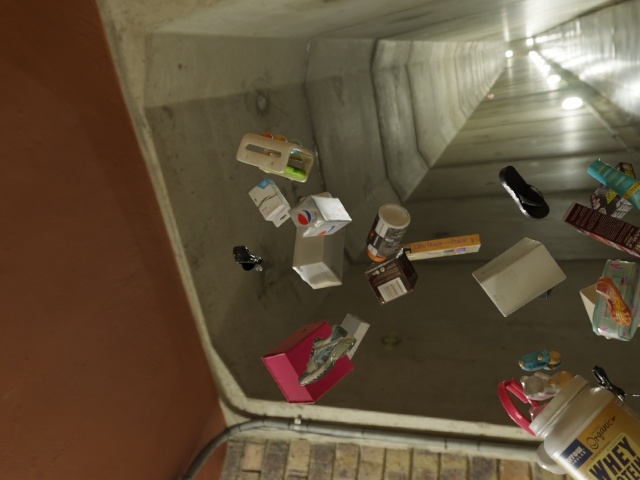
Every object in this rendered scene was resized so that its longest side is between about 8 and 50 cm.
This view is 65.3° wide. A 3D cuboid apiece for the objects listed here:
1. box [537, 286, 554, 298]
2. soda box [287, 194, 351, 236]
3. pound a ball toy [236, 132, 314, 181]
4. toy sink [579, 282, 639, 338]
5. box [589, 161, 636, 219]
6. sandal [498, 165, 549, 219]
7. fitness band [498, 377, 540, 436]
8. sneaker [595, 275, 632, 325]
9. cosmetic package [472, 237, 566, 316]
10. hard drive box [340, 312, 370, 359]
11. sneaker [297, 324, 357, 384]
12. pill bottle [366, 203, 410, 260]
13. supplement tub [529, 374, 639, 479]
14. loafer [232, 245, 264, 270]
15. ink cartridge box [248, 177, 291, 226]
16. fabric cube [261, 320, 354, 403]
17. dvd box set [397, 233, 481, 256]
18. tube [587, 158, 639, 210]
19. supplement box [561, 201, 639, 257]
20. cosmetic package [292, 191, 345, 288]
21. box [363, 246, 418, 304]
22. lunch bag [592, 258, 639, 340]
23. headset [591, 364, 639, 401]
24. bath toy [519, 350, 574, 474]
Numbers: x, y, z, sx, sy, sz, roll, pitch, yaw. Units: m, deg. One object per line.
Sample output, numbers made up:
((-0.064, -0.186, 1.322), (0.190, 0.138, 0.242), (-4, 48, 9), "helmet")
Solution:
((0.833, 0.160, 1.986), (0.158, 0.156, 0.093), (-20, -72, -54), "box")
((0.004, -0.077, 1.604), (0.098, 0.091, 0.286), (59, -162, 8), "soda box")
((-0.152, -0.312, 1.841), (0.208, 0.319, 0.136), (16, -85, -48), "pound a ball toy")
((1.156, 0.287, 1.967), (0.234, 0.153, 0.131), (61, -170, -18), "toy sink")
((1.401, -0.205, 2.383), (0.270, 0.060, 0.216), (100, 180, -56), "box")
((0.715, -0.159, 1.731), (0.254, 0.054, 0.097), (37, -111, -22), "sandal")
((0.890, 0.735, 2.200), (0.291, 0.054, 0.209), (39, -147, -17), "fitness band")
((0.933, 0.190, 1.572), (0.067, 0.064, 0.175), (-37, -80, -41), "sneaker")
((0.644, 0.114, 1.640), (0.138, 0.224, 0.224), (53, -168, 2), "cosmetic package")
((0.147, 0.507, 2.599), (0.232, 0.089, 0.181), (-59, -24, -2), "hard drive box")
((0.008, 0.445, 1.945), (0.122, 0.283, 0.110), (47, -176, 20), "sneaker")
((0.257, -0.021, 1.976), (0.246, 0.130, 0.130), (107, 179, -50), "pill bottle")
((0.708, 0.512, 1.229), (0.228, 0.316, 0.228), (-30, -36, -25), "supplement tub")
((-0.288, 0.087, 1.992), (0.223, 0.076, 0.078), (49, -142, -65), "loafer")
((-0.204, -0.156, 2.064), (0.180, 0.104, 0.060), (56, -164, 15), "ink cartridge box")
((-0.060, 0.550, 2.251), (0.258, 0.254, 0.259), (-32, -87, -34), "fabric cube")
((0.603, 0.042, 2.583), (0.307, 0.420, 0.062), (27, -124, -73), "dvd box set")
((0.936, -0.179, 1.555), (0.052, 0.080, 0.207), (25, -161, -49), "tube")
((0.876, -0.028, 1.510), (0.130, 0.239, 0.073), (21, -79, -34), "supplement box")
((0.000, 0.000, 2.261), (0.217, 0.156, 0.385), (48, -144, -49), "cosmetic package")
((0.323, 0.158, 2.265), (0.167, 0.168, 0.203), (60, -158, -3), "box")
((1.038, 0.202, 1.740), (0.224, 0.108, 0.279), (15, -95, -43), "lunch bag")
((1.009, 0.350, 1.438), (0.185, 0.394, 0.243), (51, -149, 12), "headset")
((0.699, 0.512, 1.488), (0.129, 0.151, 0.348), (36, -135, -37), "bath toy")
